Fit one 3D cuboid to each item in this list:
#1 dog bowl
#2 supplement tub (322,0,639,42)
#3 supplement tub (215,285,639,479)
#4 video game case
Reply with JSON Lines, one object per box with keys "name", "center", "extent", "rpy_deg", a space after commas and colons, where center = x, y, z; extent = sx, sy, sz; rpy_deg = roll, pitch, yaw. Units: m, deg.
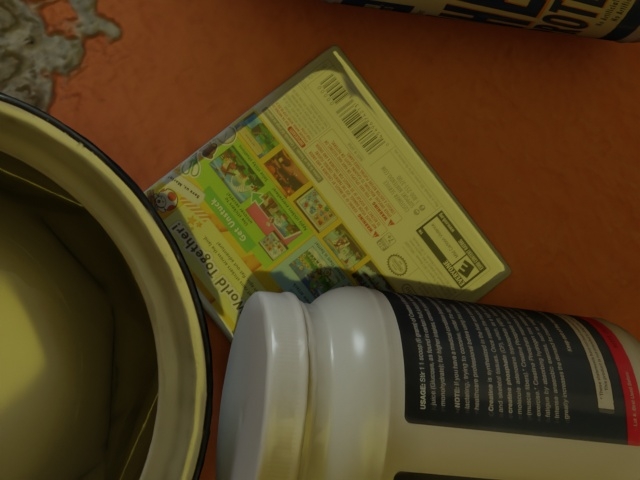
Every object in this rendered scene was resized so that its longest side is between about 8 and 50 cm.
{"name": "dog bowl", "center": [-0.277, 0.095, 0.736], "extent": [0.408, 0.150, 0.407], "rpy_deg": [0, 92, -4]}
{"name": "supplement tub", "center": [0.097, -0.269, 0.709], "extent": [0.325, 0.235, 0.235], "rpy_deg": [7, 91, -4]}
{"name": "supplement tub", "center": [0.078, 0.133, 0.720], "extent": [0.272, 0.191, 0.191], "rpy_deg": [8, 91, -14]}
{"name": "video game case", "center": [0.000, 0.000, 0.814], "extent": [0.206, 0.026, 0.227], "rpy_deg": [-38, 94, -2]}
